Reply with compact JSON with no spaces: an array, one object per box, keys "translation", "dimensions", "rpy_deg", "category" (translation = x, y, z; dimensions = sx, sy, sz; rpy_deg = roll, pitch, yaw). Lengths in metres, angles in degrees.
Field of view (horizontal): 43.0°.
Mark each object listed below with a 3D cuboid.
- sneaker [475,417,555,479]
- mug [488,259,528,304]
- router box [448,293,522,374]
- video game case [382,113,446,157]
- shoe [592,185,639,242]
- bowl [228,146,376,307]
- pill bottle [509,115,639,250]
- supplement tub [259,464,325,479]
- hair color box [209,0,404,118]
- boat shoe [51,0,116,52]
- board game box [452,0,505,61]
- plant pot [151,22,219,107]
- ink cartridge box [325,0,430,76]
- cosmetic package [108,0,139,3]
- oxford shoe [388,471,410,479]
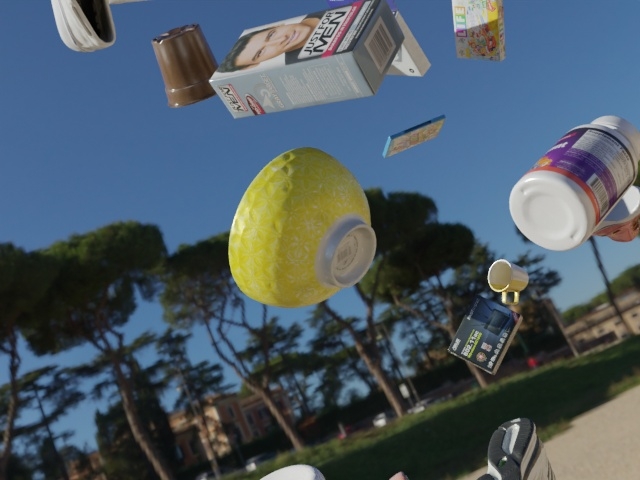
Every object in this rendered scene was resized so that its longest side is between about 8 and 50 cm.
[{"translation":[0.509,0.694,2.075],"dimensions":[0.169,0.257,0.447],"rpy_deg":[-20,20,42],"category":"sneaker"},{"translation":[0.368,0.079,1.580],"dimensions":[0.064,0.062,0.078],"rpy_deg":[12,-74,-35],"category":"mug"},{"translation":[0.304,0.172,1.498],"dimensions":[0.122,0.092,0.038],"rpy_deg":[-62,-26,-5],"category":"router box"},{"translation":[0.251,-0.280,2.185],"dimensions":[0.166,0.015,0.119],"rpy_deg":[-23,-15,-11],"category":"video game case"},{"translation":[0.522,-0.044,1.390],"dimensions":[0.081,0.063,0.178],"rpy_deg":[12,-18,-13],"category":"shoe"},{"translation":[0.000,0.000,1.386],"dimensions":[0.289,0.156,0.289],"rpy_deg":[-27,-50,-39],"category":"bowl"},{"translation":[0.330,-0.080,1.021],"dimensions":[0.193,0.108,0.108],"rpy_deg":[-40,-4,-35],"category":"pill bottle"},{"translation":[-0.039,0.729,1.932],"dimensions":[0.235,0.324,0.235],"rpy_deg":[-24,11,5],"category":"supplement tub"},{"translation":[-0.032,-0.377,1.696],"dimensions":[0.375,0.185,0.113],"rpy_deg":[-3,-43,37],"category":"hair color box"},{"translation":[-0.366,-0.413,1.215],"dimensions":[0.084,0.258,0.095],"rpy_deg":[6,34,36],"category":"boat shoe"},{"translation":[0.328,-0.451,1.683],"dimensions":[0.026,0.103,0.154],"rpy_deg":[-43,-46,-37],"category":"board game box"},{"translation":[-0.329,-0.437,2.005],"dimensions":[0.167,0.165,0.167],"rpy_deg":[-16,26,8],"category":"plant pot"},{"translation":[0.121,-0.480,1.904],"dimensions":[0.045,0.223,0.224],"rpy_deg":[-55,-50,-18],"category":"ink cartridge box"},{"translation":[-0.287,-0.597,1.302],"dimensions":[0.217,0.156,0.385],"rpy_deg":[1,-49,21],"category":"cosmetic package"},{"translation":[0.174,0.617,1.417],"dimensions":[0.147,0.397,0.140],"rpy_deg":[-26,-30,1],"category":"oxford shoe"}]
